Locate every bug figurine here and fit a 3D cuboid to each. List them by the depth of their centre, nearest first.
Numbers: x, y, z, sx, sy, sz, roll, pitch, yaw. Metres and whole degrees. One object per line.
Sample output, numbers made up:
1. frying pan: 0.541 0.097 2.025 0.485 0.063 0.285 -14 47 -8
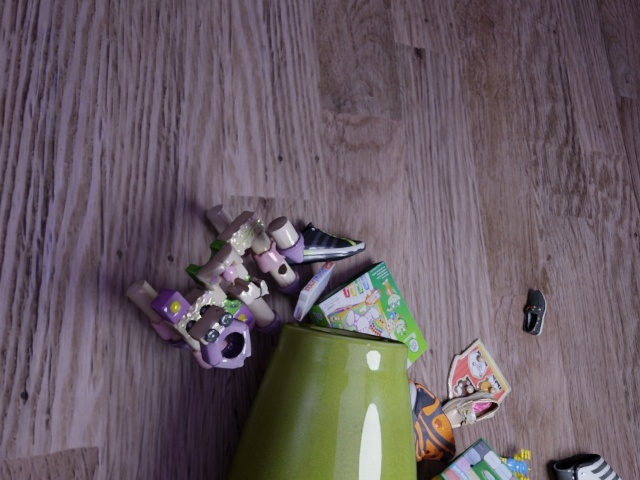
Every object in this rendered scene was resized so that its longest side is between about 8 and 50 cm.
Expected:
1. bug figurine: 0.449 0.652 1.133 0.216 0.072 0.279 31 63 -29

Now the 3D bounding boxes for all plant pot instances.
1. plant pot: 0.016 0.339 0.826 0.366 0.366 0.353 12 82 -22

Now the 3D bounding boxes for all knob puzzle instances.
1. knob puzzle: 0.411 0.385 1.207 0.213 0.030 0.213 5 77 -23

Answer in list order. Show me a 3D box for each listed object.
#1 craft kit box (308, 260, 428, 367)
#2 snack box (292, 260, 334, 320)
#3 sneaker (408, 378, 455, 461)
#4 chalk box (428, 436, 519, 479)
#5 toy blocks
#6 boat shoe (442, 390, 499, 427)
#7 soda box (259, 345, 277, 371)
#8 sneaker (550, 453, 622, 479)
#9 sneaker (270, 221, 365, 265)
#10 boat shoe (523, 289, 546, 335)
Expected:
1. craft kit box: 0.117 0.207 1.066 0.249 0.061 0.247 -29 95 -42
2. snack box: -0.011 0.103 0.978 0.022 0.178 0.064 22 113 11
3. sneaker: 0.209 0.496 1.039 0.180 0.124 0.321 33 67 -14
4. chalk box: 0.330 0.527 0.977 0.132 0.213 0.132 -29 59 -21
5. toy blocks: -0.143 0.123 0.876 0.289 0.308 0.260 -49 128 -27
6. boat shoe: 0.370 0.428 1.144 0.170 0.059 0.063 -20 99 -15
7. soda box: -0.039 0.297 1.003 0.181 0.061 0.058 33 68 -15
8. sneaker: 0.652 0.744 1.190 0.447 0.169 0.258 -34 85 -34
9. sneaker: 0.000 0.000 1.073 0.234 0.084 0.097 -5 80 -25
10. boat shoe: 0.622 0.207 1.330 0.042 0.049 0.133 19 76 -28
